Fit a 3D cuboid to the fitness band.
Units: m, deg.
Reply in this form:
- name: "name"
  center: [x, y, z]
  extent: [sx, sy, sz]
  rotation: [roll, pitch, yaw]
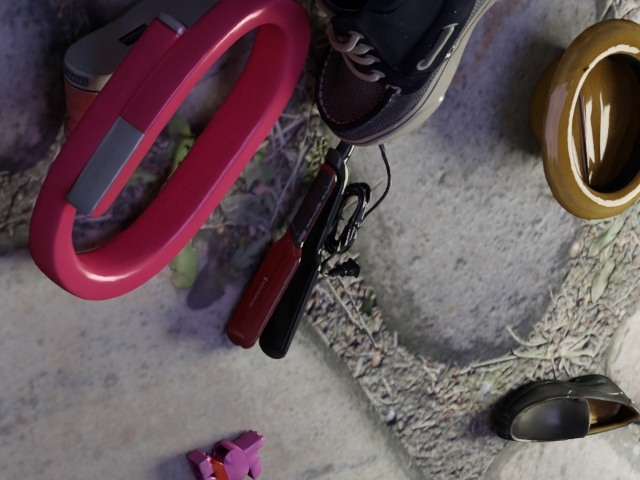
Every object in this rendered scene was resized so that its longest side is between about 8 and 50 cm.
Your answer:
- name: "fitness band"
  center: [-0.116, -0.079, 1.431]
  extent: [0.291, 0.054, 0.209]
  rotation: [-53, 162, 3]

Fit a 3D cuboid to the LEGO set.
- name: "LEGO set"
  center: [-0.030, 0.272, 1.688]
  extent: [0.093, 0.087, 0.227]
  rotation: [-34, 128, -23]

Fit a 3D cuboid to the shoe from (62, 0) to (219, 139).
- name: "shoe"
  center: [-0.135, -0.139, 1.452]
  extent: [0.178, 0.063, 0.081]
  rotation: [-34, 150, -38]

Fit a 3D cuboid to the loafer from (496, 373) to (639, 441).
- name: "loafer"
  center: [0.257, 0.178, 1.895]
  extent: [0.170, 0.061, 0.062]
  rotation: [-13, 117, -34]

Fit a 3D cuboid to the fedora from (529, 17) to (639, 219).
- name: "fedora"
  center: [0.257, -0.119, 1.759]
  extent: [0.194, 0.079, 0.194]
  rotation: [-11, 109, -35]

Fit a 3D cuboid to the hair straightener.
- name: "hair straightener"
  center: [0.000, 0.000, 1.633]
  extent: [0.089, 0.047, 0.230]
  rotation: [26, 87, -42]

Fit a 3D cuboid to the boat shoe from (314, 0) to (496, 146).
- name: "boat shoe"
  center: [0.041, -0.181, 1.444]
  extent: [0.158, 0.127, 0.340]
  rotation: [-15, 155, -36]
